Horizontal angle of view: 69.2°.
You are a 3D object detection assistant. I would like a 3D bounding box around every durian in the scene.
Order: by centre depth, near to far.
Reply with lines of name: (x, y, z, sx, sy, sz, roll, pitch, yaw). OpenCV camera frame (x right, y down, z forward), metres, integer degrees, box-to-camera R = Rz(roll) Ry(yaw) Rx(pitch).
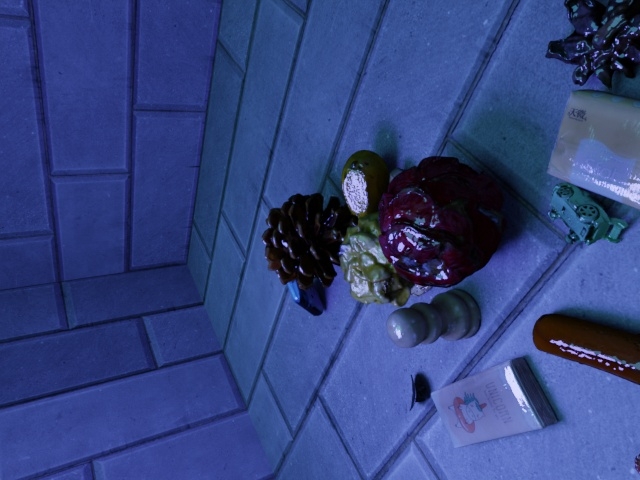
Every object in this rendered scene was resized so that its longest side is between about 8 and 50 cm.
durian: (0.304, 0.130, 1.432, 0.066, 0.052, 0.130, 37, 144, -2)

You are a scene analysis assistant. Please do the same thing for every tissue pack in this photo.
tissue pack: (0.558, -0.173, 0.872, 0.222, 0.090, 0.186, 41, 137, 46)
tissue pack: (0.442, 0.439, 1.231, 0.325, 0.071, 0.170, -50, 53, 51)

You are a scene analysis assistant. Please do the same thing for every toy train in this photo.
toy train: (0.541, -0.055, 0.954, 0.099, 0.081, 0.149, 69, -178, -52)

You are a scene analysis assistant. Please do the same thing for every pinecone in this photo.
pinecone: (0.000, 0.000, 1.641, 0.385, 0.385, 0.383, 19, 113, 56)

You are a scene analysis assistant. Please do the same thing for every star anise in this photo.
star anise: (0.538, -0.396, 0.862, 0.214, 0.099, 0.220, 54, 140, 23)

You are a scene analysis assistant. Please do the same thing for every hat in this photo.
hat: (0.309, 0.486, 1.469, 0.121, 0.051, 0.121, 2, -90, -79)

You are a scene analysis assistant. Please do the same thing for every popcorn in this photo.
popcorn: (0.179, 0.061, 1.368, 0.252, 0.215, 0.286, 22, 121, 39)

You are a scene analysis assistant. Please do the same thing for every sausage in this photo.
sausage: (0.578, 0.219, 0.933, 0.330, 0.102, 0.101, 15, 109, 56)

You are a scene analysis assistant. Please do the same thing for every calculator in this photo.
calculator: (-0.067, 0.202, 1.863, 0.293, 0.051, 0.172, 48, -162, -58)

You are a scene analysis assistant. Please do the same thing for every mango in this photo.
mango: (0.152, -0.159, 1.483, 0.130, 0.167, 0.261, 15, 121, 42)

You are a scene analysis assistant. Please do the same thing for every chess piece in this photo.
chess piece: (0.294, 0.219, 1.243, 0.143, 0.261, 0.142, 14, 107, 54)

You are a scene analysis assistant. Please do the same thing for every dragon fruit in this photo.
dragon fruit: (0.291, -0.040, 1.141, 0.329, 0.330, 0.328, 19, 113, 56)

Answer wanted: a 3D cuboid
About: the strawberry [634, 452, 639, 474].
strawberry: (0.694, 0.435, 0.829, 0.208, 0.087, 0.167, -118, 49, -74)

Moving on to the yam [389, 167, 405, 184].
yam: (0.226, -0.052, 1.465, 0.081, 0.081, 0.356, 40, 132, 48)
